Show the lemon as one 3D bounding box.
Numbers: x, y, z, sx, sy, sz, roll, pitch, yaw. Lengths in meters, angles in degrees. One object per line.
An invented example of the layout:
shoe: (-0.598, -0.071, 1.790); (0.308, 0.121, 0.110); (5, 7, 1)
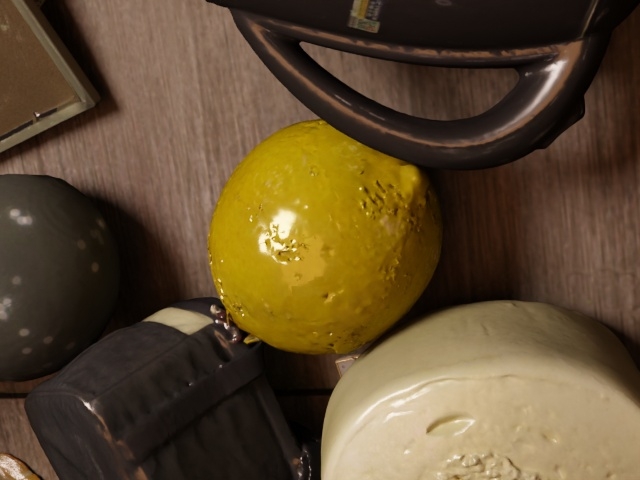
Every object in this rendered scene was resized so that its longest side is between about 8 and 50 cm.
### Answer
lemon: (0.000, 0.000, 0.832); (0.173, 0.173, 0.206); (42, 107, 4)

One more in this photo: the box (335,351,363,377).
box: (0.058, 0.113, 0.931); (0.083, 0.012, 0.046); (-16, 101, 21)

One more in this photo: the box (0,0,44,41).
box: (-0.242, -0.315, 0.899); (0.152, 0.043, 0.269); (43, 115, 1)

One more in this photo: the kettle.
kettle: (0.073, -0.190, 0.741); (0.290, 0.207, 0.268); (20, 103, 4)

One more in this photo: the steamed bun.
steamed bun: (0.120, 0.127, 0.809); (0.250, 0.200, 0.155); (-7, 107, 8)

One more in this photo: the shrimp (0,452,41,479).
shrimp: (-0.347, 0.287, 1.114); (0.178, 0.034, 0.124); (-39, 87, 23)

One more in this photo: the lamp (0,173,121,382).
lamp: (-0.326, 0.040, 0.931); (0.313, 0.182, 0.182); (-10, 102, 3)

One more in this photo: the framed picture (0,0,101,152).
framed picture: (-0.361, -0.154, 0.962); (0.289, 0.016, 0.213); (-22, 113, 27)

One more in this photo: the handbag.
handbag: (-0.113, 0.185, 0.923); (0.181, 0.181, 0.254); (-14, 104, 52)
